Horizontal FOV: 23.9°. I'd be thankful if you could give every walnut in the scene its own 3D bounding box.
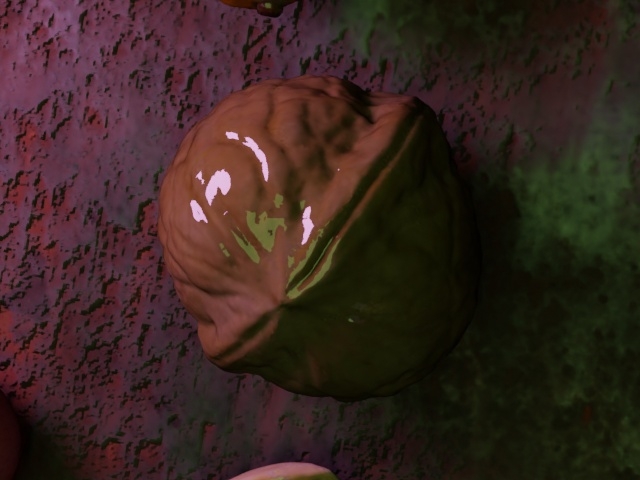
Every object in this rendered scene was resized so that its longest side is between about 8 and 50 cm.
[{"bbox_3d":[0.000,0.000,0.977,0.228,0.228,0.228,2,97,13],"label":"walnut"}]

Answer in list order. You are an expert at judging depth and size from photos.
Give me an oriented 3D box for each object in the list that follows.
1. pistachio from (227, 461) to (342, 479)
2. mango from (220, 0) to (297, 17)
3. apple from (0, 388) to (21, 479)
[{"bbox_3d":[-0.054,0.238,1.080,0.200,0.117,0.145,-38,125,8],"label":"pistachio"},{"bbox_3d":[-0.030,-0.326,0.984,0.187,0.144,0.359,9,95,14],"label":"mango"},{"bbox_3d":[-0.300,0.154,1.121,0.153,0.120,0.153,1,96,13],"label":"apple"}]
